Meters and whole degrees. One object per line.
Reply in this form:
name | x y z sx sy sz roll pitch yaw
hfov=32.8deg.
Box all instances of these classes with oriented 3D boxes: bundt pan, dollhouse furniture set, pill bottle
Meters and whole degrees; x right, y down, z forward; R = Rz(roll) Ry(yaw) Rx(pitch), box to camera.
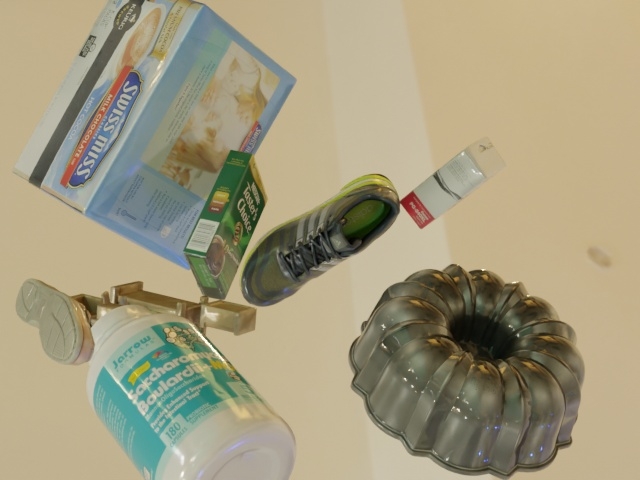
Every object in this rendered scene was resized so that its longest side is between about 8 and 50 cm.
bundt pan | 0.209 0.152 1.462 0.331 0.124 0.331 10 -143 -8
dollhouse furniture set | -0.198 0.124 1.299 0.182 0.101 0.161 11 -169 28
pill bottle | -0.152 0.174 1.147 0.146 0.146 0.264 -14 -143 -34

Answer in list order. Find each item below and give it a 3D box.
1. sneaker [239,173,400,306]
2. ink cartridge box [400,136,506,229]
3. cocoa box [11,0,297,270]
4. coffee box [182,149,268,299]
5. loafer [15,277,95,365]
sneaker | 0.000 0.000 1.697 0.300 0.121 0.111 -38 -80 -2
ink cartridge box | 0.218 -0.095 1.776 0.063 0.150 0.109 54 -148 4
cocoa box | -0.248 -0.174 1.640 0.228 0.347 0.231 26 175 44
coffee box | -0.130 -0.023 1.527 0.040 0.113 0.184 10 -123 18
loafer | -0.191 0.061 0.820 0.039 0.045 0.125 19 -174 -37
